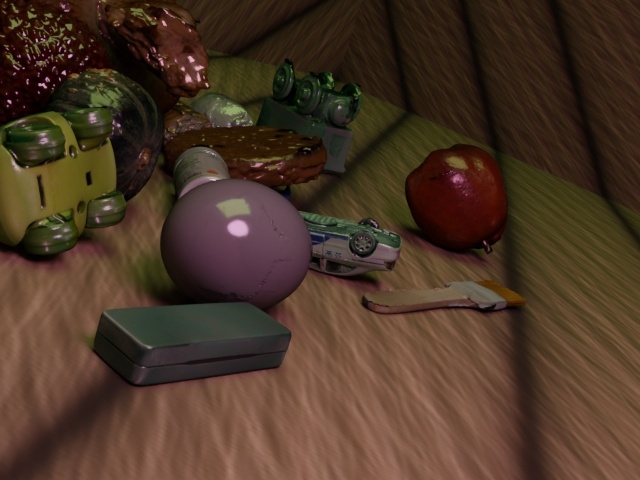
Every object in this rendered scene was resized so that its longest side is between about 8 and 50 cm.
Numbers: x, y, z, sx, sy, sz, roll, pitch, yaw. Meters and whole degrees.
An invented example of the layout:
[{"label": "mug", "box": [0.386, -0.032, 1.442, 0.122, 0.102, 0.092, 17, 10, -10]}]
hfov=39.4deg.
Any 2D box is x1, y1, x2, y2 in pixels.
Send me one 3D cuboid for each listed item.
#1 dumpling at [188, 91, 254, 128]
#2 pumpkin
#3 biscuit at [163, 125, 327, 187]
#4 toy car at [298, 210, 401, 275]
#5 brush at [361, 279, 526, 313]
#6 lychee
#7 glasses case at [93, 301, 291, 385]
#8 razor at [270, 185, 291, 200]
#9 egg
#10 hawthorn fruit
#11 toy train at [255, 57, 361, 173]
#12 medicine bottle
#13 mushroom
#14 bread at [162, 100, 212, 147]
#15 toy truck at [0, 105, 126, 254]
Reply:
[{"label": "dumpling", "box": [-0.229, -0.249, 1.804, 0.149, 0.105, 0.217, 8, 18, -33]}, {"label": "pumpkin", "box": [-0.288, -0.132, 1.171, 0.146, 0.190, 0.190, 20, 15, -1]}, {"label": "biscuit", "box": [-0.128, -0.141, 1.525, 0.296, 0.075, 0.296, 1, 17, 0]}, {"label": "toy car", "box": [0.000, 0.000, 1.245, 0.224, 0.076, 0.090, 11, 16, 5]}, {"label": "brush", "box": [0.175, 0.082, 1.264, 0.336, 0.020, 0.085, 1, 23, -45]}, {"label": "lychee", "box": [-0.420, -0.237, 1.296, 0.236, 0.236, 0.271, 7, 37, -36]}, {"label": "glasses case", "box": [-0.116, 0.094, 0.843, 0.078, 0.039, 0.184, 30, 19, 38]}, {"label": "razor", "box": [-0.064, -0.064, 1.462, 0.082, 0.042, 0.253, -10, 16, 0]}, {"label": "egg", "box": [-0.088, 0.007, 0.978, 0.146, 0.146, 0.199, 28, 12, 33]}, {"label": "hawthorn fruit", "box": [0.248, -0.062, 1.583, 0.185, 0.185, 0.202, -7, 66, -58]}, {"label": "toy train", "box": [-0.027, -0.274, 1.939, 0.145, 0.202, 0.266, 8, 18, -35]}, {"label": "medicine bottle", "box": [-0.169, -0.075, 1.295, 0.086, 0.086, 0.183, 14, 16, -16]}, {"label": "mushroom", "box": [-0.337, -0.377, 1.506, 0.331, 0.356, 0.334, 36, 48, -19]}, {"label": "bread", "box": [-0.305, -0.239, 1.721, 0.269, 0.098, 0.087, 35, -19, 50]}, {"label": "toy truck", "box": [-0.336, -0.067, 0.998, 0.211, 0.148, 0.187, -2, 17, 6]}]
